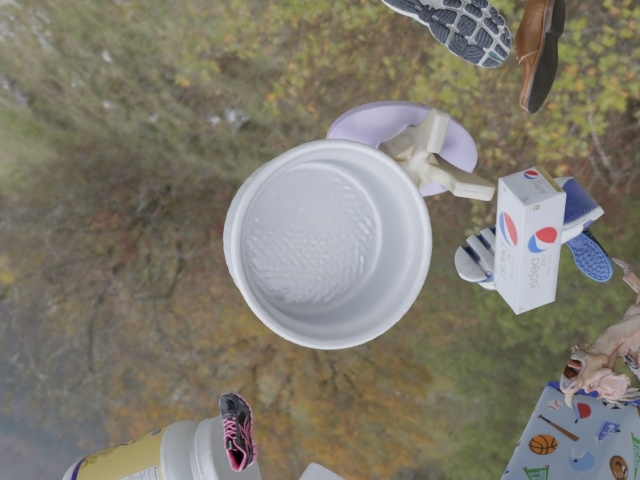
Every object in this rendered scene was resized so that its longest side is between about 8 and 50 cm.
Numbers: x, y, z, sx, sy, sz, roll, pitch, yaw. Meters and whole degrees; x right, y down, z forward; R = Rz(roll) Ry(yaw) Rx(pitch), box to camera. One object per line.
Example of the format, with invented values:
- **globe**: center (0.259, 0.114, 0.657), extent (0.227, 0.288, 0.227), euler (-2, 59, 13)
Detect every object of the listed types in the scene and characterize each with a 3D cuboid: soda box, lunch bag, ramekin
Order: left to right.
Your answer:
- **ramekin**: center (0.000, 0.000, 1.358), extent (0.277, 0.277, 0.135), euler (37, 174, -18)
- **soda box**: center (0.300, 0.001, 1.435), extent (0.074, 0.069, 0.216), euler (-121, 18, -45)
- **lunch bag**: center (0.501, 0.523, 1.887), extent (0.239, 0.328, 0.385), euler (9, 129, 33)

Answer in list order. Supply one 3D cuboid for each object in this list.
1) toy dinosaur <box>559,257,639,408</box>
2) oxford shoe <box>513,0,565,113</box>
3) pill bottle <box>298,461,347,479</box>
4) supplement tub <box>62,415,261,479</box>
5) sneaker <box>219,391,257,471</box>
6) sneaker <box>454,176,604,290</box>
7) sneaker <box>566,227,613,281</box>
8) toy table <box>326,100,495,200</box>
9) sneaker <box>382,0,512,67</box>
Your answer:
- **toy dinosaur**: center (0.447, 0.154, 1.299), extent (0.296, 0.200, 0.127), euler (20, -174, -9)
- **oxford shoe**: center (0.372, -0.324, 1.741), extent (0.076, 0.212, 0.076), euler (8, 172, 35)
- **pill bottle**: center (-0.042, 0.507, 1.377), extent (0.210, 0.363, 0.210), euler (32, 165, 9)
- **supplement tub**: center (-0.303, 0.486, 1.911), extent (0.241, 0.331, 0.241), euler (59, -164, -29)
- **sneaker**: center (-0.123, 0.278, 1.431), extent (0.047, 0.119, 0.057), euler (-11, -171, 19)
- **sneaker**: center (0.442, 0.005, 2.102), extent (0.127, 0.316, 0.182), euler (61, -171, 32)
- **sneaker**: center (0.646, -0.005, 2.461), extent (0.232, 0.090, 0.081), euler (50, 127, 5)
- **toy table**: center (0.156, -0.130, 1.722), extent (0.274, 0.252, 0.161), euler (-3, -152, -8)
- **sneaker**: center (0.224, -0.406, 1.755), extent (0.275, 0.107, 0.110), euler (39, -166, 10)
